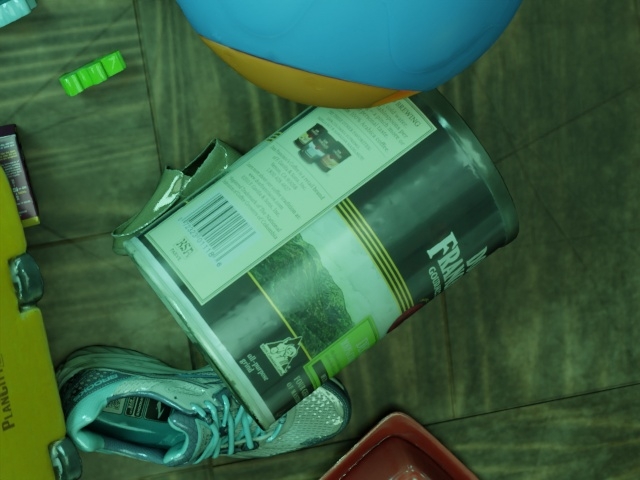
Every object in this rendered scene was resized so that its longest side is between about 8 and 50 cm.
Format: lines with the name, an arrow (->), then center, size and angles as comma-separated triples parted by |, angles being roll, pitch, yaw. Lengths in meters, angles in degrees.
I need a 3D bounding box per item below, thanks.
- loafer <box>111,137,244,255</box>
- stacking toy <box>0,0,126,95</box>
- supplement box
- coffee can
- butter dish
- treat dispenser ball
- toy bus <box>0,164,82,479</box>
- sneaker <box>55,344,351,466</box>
loafer -> -0.132, -0.041, 1.213 | 0.148, 0.056, 0.050 | -36, 109, -10
stacking toy -> -0.301, -0.178, 1.144 | 0.221, 0.052, 0.167 | -25, 111, -5
supplement box -> -0.277, -0.054, 1.179 | 0.043, 0.055, 0.083 | -15, 109, -8
coffee can -> 0.000, 0.000, 1.150 | 0.275, 0.201, 0.201 | -37, 109, -8
butter dish -> 0.081, 0.279, 1.312 | 0.160, 0.118, 0.160 | -44, 109, 4
treat dispenser ball -> 0.021, -0.241, 1.005 | 0.288, 0.288, 0.288 | -3, 106, -10
toy bus -> -0.299, 0.091, 1.136 | 0.108, 0.130, 0.332 | -23, 119, -33
sneaker -> -0.106, 0.170, 1.241 | 0.283, 0.122, 0.110 | 2, 106, -11
